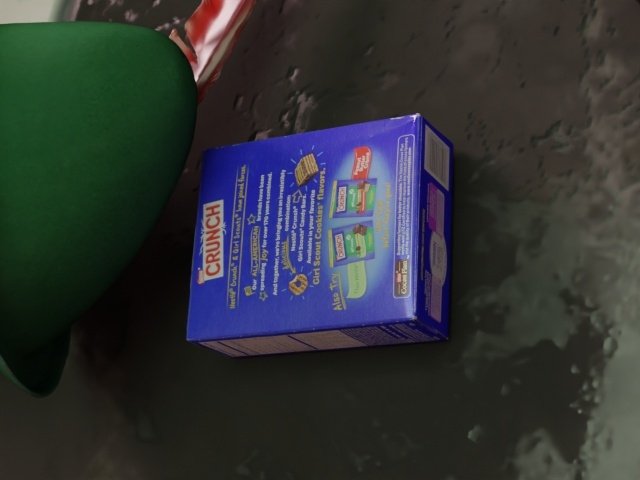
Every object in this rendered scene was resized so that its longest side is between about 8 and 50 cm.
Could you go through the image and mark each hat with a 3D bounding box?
[{"bbox_3d":[-0.058,-0.052,0.599,0.183,0.173,0.208,-12,91,3],"label":"hat"}]

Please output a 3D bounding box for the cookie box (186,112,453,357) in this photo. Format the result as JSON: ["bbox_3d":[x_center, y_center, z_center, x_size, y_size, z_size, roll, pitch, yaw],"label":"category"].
[{"bbox_3d":[0.000,0.000,0.596,0.107,0.040,0.092,-6,68,26],"label":"cookie box"}]

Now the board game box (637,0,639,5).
[{"bbox_3d":[0.094,-0.195,0.558,0.048,0.141,0.170,-32,60,16],"label":"board game box"}]
